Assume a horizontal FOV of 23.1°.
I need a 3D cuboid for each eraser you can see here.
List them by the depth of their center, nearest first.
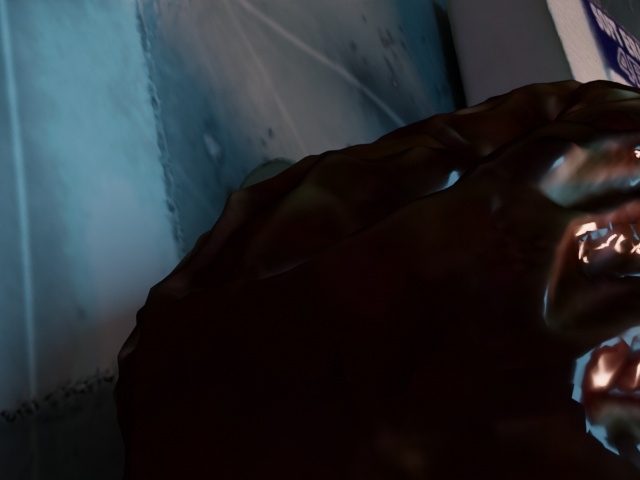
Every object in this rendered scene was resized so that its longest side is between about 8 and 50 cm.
[{"bbox_3d":[0.192,-0.085,1.086,0.287,0.086,0.130,26,46,-52],"label":"eraser"}]

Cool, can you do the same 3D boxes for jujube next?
[{"bbox_3d":[0.087,0.074,0.586,0.377,0.276,0.276,-25,92,-54],"label":"jujube"}]

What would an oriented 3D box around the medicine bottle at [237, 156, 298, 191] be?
[{"bbox_3d":[0.000,0.000,0.722,0.083,0.047,0.047,35,41,-45],"label":"medicine bottle"}]
